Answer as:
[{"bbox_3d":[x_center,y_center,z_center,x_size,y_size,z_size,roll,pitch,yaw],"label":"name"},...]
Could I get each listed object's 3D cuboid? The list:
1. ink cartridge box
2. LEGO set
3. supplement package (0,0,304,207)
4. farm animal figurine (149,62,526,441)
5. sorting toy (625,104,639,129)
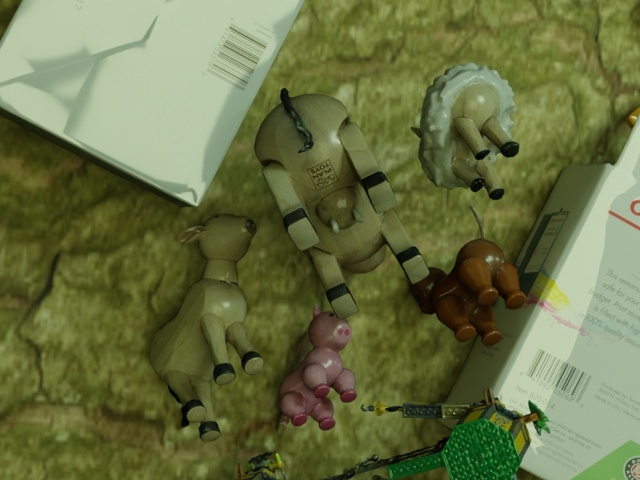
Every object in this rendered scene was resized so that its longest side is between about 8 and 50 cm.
[{"bbox_3d":[0.286,0.065,1.247,0.207,0.119,0.353,29,86,-10],"label":"ink cartridge box"},{"bbox_3d":[0.079,0.261,1.167,0.331,0.192,0.255,-27,89,17],"label":"LEGO set"},{"bbox_3d":[-0.141,-0.187,1.135,0.204,0.145,0.262,28,86,-11],"label":"supplement package"},{"bbox_3d":[0.000,0.000,1.153,0.330,0.172,0.326,-15,136,-11],"label":"farm animal figurine"},{"bbox_3d":[0.437,-0.191,1.312,0.348,0.047,0.196,-27,90,-13],"label":"sorting toy"}]
